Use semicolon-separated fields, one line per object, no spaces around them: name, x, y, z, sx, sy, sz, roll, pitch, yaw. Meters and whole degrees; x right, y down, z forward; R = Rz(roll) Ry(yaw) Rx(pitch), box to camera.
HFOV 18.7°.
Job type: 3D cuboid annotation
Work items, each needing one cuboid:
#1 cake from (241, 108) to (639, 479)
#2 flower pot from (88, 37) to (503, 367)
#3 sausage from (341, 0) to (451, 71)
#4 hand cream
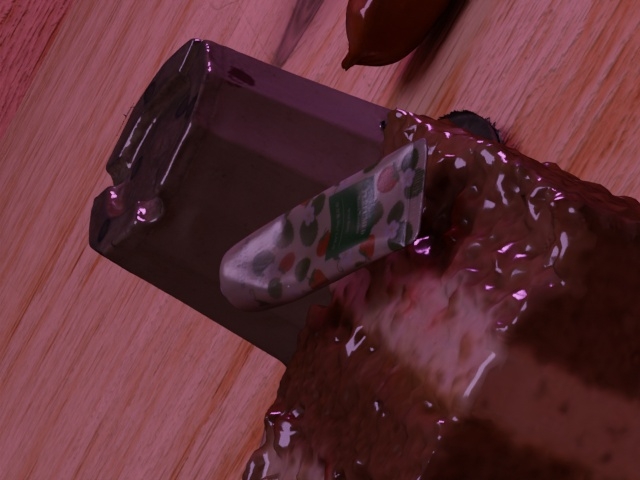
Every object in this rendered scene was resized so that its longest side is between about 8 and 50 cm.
cake;0.122;0.114;0.982;0.290;0.282;0.256;-64;18;5
flower pot;-0.025;-0.022;1.520;0.290;0.259;0.290;-49;25;32
sausage;0.118;-0.299;1.738;0.348;0.094;0.097;-63;7;8
hand cream;0.000;0.000;0.975;0.165;0.037;0.057;-29;48;49
